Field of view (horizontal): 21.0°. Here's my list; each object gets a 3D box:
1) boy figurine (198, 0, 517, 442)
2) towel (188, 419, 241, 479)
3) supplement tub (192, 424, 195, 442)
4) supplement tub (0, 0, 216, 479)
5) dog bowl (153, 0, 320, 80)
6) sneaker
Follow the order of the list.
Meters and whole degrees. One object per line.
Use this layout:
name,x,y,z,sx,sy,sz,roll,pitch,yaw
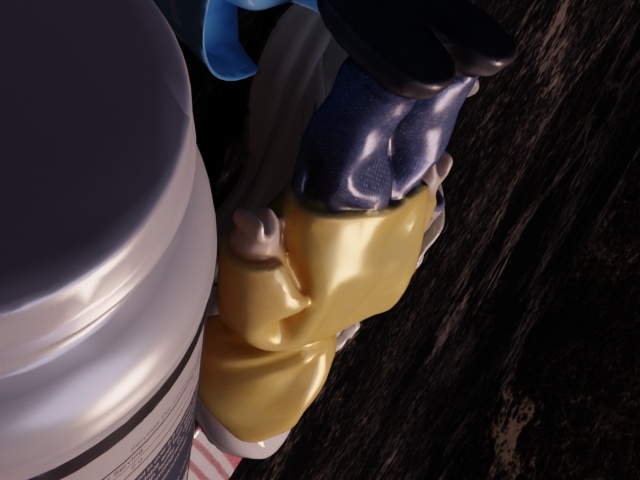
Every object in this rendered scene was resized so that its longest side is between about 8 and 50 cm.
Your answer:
boy figurine,0.005,-0.008,0.926,0.177,0.092,0.285,-26,152,-45
towel,-0.100,0.172,1.363,0.197,0.029,0.144,-55,163,-13
supplement tub,-0.134,0.085,0.908,0.106,0.106,0.198,-56,166,-7
supplement tub,-0.137,0.034,0.620,0.191,0.191,0.272,-49,163,-33
dog bowl,-0.005,-0.181,0.856,0.297,0.074,0.166,-31,149,-60
sneaker,0.000,0.000,1.041,0.111,0.129,0.297,-3,112,-59
